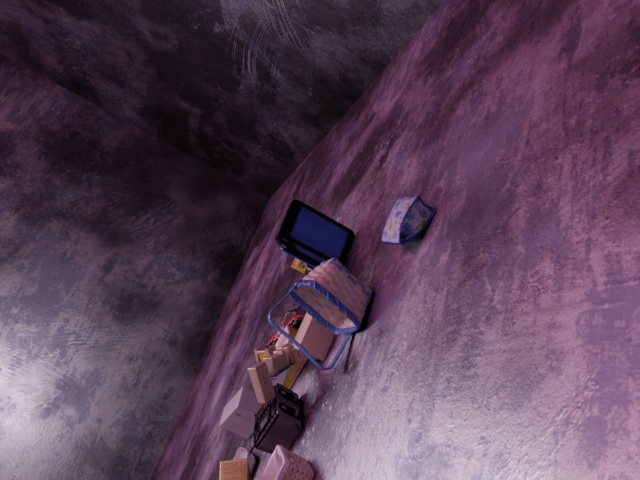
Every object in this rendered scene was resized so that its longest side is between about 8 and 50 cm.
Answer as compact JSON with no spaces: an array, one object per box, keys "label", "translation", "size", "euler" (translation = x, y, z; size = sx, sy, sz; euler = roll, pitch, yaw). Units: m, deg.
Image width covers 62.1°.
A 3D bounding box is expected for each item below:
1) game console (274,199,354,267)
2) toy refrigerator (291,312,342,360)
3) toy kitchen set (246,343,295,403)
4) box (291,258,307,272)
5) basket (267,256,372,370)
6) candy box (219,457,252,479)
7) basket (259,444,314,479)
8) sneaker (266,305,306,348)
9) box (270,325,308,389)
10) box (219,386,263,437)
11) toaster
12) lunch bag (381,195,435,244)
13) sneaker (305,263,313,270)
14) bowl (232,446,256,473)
[{"label":"game console","translation":[0.000,0.000,1.953],"size":[0.173,0.293,0.250],"euler":[-61,16,5]},{"label":"toy refrigerator","translation":[0.007,0.266,1.836],"size":[0.269,0.102,0.094],"euler":[-66,16,-14]},{"label":"toy kitchen set","translation":[-0.193,0.445,1.789],"size":[0.166,0.122,0.207],"euler":[-12,6,37]},{"label":"box","translation":[-0.056,0.037,2.512],"size":[0.232,0.058,0.087],"euler":[-62,16,-1]},{"label":"basket","translation":[0.009,0.221,1.650],"size":[0.289,0.255,0.201],"euler":[-49,8,-33]},{"label":"candy box","translation":[-0.231,0.798,1.468],"size":[0.316,0.088,0.182],"euler":[-101,7,-48]},{"label":"basket","translation":[-0.104,0.680,1.479],"size":[0.167,0.103,0.113],"euler":[-62,15,-4]},{"label":"sneaker","translation":[-0.122,0.354,2.108],"size":[0.276,0.098,0.135],"euler":[-49,20,33]},{"label":"box","translation":[-0.124,0.436,1.960],"size":[0.203,0.103,0.114],"euler":[-60,15,8]},{"label":"box","translation":[-0.290,0.665,2.052],"size":[0.170,0.130,0.091],"euler":[-51,18,33]},{"label":"toaster","translation":[-0.144,0.594,1.741],"size":[0.185,0.110,0.168],"euler":[-58,15,14]},{"label":"lunch bag","translation":[0.254,-0.051,1.598],"size":[0.151,0.096,0.129],"euler":[-54,14,-9]},{"label":"sneaker","translation":[-0.007,0.030,2.303],"size":[0.235,0.094,0.153],"euler":[-56,18,22]},{"label":"bowl","translation":[-0.281,0.821,1.901],"size":[0.142,0.053,0.142],"euler":[-30,35,64]}]
